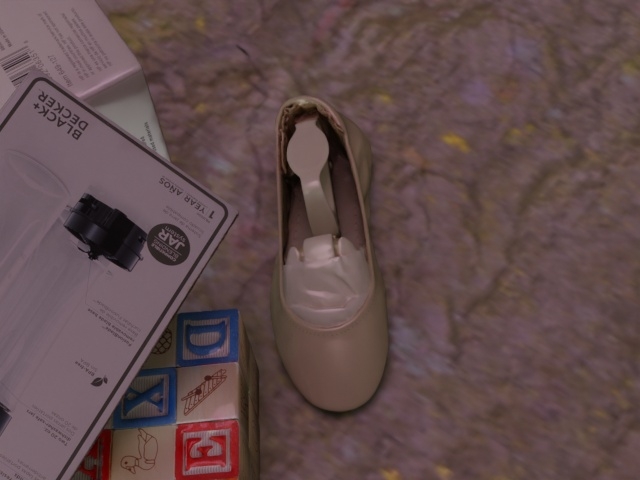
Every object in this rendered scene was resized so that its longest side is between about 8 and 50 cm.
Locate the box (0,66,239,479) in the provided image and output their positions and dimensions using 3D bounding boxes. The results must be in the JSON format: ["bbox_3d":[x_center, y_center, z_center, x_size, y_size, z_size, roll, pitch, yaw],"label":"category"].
[{"bbox_3d":[-0.198,0.057,1.208,0.169,0.087,0.290,34,63,-9],"label":"box"}]

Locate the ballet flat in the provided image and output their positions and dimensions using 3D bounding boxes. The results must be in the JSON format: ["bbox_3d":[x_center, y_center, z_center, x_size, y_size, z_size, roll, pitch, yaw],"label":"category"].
[{"bbox_3d":[0.000,0.000,1.370,0.086,0.086,0.248,-8,55,4],"label":"ballet flat"}]

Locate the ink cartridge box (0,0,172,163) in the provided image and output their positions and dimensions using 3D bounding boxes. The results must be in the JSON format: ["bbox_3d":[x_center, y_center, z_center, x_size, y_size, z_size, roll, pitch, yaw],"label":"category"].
[{"bbox_3d":[-0.250,-0.075,1.408,0.233,0.168,0.171,-28,57,-11],"label":"ink cartridge box"}]

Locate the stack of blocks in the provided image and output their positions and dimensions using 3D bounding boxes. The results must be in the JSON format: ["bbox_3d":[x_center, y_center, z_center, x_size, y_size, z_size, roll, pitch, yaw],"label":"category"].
[{"bbox_3d":[-0.129,0.197,1.252,0.171,0.087,0.297,-5,55,6],"label":"stack of blocks"}]
